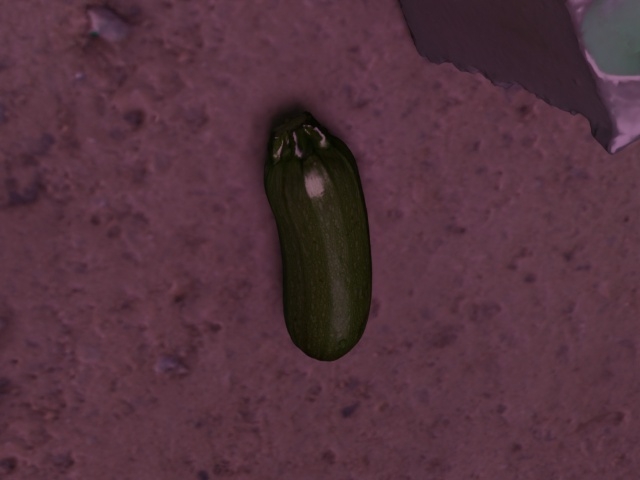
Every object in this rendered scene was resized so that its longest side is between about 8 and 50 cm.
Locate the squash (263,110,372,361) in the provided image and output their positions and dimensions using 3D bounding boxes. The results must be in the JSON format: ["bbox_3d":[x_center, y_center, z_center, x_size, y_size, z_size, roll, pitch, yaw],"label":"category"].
[{"bbox_3d":[0.000,0.000,1.240,0.077,0.068,0.219,-10,125,0],"label":"squash"}]

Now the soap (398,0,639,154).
[{"bbox_3d":[0.205,-0.234,1.083,0.302,0.258,0.159,-41,122,-12],"label":"soap"}]
